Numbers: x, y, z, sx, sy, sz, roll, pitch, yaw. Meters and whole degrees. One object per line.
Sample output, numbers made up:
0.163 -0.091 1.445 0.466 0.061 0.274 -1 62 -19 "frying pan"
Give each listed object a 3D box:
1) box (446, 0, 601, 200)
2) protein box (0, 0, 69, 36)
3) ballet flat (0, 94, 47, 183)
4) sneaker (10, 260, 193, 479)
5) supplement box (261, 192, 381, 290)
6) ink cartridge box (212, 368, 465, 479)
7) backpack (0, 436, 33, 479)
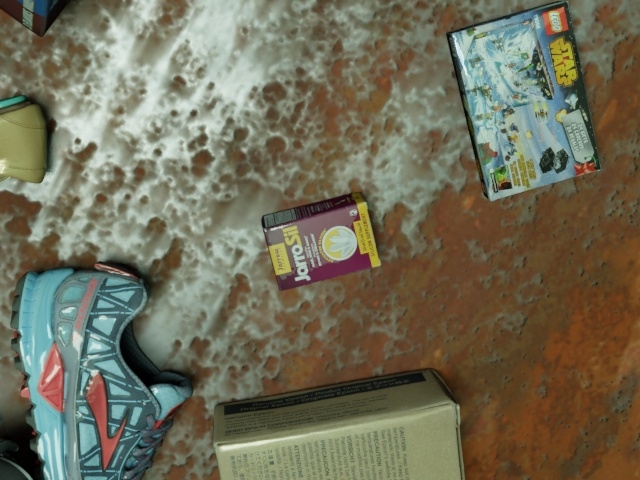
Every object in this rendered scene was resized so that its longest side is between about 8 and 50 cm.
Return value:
0.161 -0.109 0.750 0.093 0.027 0.137 -15 104 0 "box"
-0.197 -0.280 0.589 0.199 0.136 0.201 35 75 -12 "protein box"
-0.313 -0.050 0.688 0.232 0.080 0.073 -11 105 -5 "ballet flat"
-0.159 0.147 0.741 0.125 0.104 0.262 -9 104 -5 "sneaker"
0.000 0.000 0.751 0.083 0.043 0.055 -15 105 -1 "supplement box"
0.023 0.240 0.786 0.193 0.088 0.235 -9 103 -5 "ink cartridge box"
-0.299 0.285 0.699 0.225 0.191 0.254 6 115 35 "backpack"
